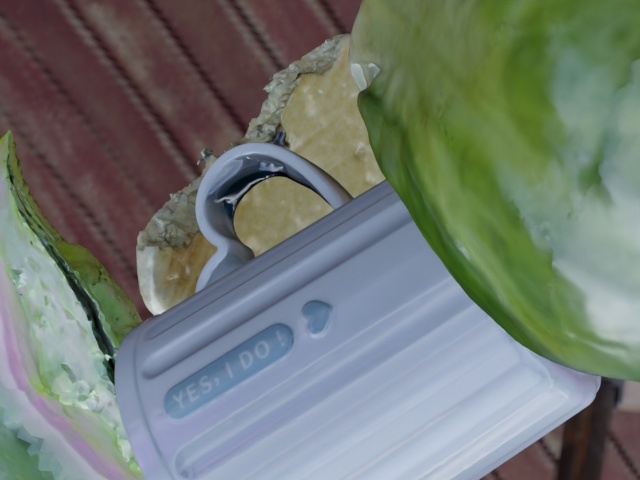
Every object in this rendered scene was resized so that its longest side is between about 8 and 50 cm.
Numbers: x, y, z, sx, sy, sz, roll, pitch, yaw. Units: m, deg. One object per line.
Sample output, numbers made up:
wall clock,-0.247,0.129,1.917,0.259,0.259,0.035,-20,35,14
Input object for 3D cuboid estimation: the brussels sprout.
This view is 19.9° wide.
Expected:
brussels sprout,0.128,-0.058,0.772,0.271,0.219,0.210,39,131,37

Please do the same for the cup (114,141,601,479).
cup,0.008,0.044,0.927,0.202,0.167,0.221,-34,89,19

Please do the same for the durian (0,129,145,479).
durian,-0.149,0.114,1.159,0.352,0.158,0.169,56,158,2

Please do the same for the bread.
bread,0.000,0.000,1.119,0.039,0.251,0.182,-8,126,54
